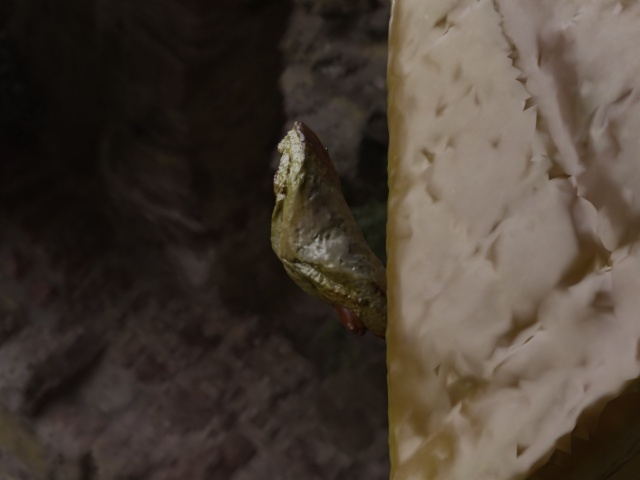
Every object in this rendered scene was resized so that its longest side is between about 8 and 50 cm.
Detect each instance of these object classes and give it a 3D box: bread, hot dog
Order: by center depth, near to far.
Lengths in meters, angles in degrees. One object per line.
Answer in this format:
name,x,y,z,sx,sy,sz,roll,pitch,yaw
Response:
bread,0.103,-0.027,0.722,0.245,0.362,0.233,-46,-43,17
hot dog,0.000,0.001,1.119,0.061,0.169,0.078,-31,-19,15
